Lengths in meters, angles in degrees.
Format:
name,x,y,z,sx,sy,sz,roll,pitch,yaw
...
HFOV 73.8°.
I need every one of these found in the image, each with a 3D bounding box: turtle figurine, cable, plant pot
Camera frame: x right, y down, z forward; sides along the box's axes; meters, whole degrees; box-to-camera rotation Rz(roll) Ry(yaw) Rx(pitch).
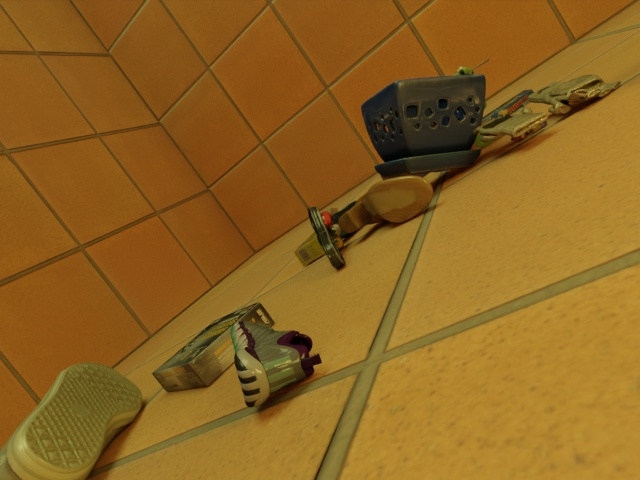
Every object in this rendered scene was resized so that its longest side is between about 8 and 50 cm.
name,x,y,z,sx,sy,sz,roll,pitch,yaw
turtle figurine,0.452,-0.393,1.218,0.275,0.197,0.266,-4,32,3
cable,0.025,-0.021,1.030,0.072,0.139,0.287,-26,10,-1
plant pot,0.256,-0.274,1.072,0.236,0.211,0.236,-8,6,-13

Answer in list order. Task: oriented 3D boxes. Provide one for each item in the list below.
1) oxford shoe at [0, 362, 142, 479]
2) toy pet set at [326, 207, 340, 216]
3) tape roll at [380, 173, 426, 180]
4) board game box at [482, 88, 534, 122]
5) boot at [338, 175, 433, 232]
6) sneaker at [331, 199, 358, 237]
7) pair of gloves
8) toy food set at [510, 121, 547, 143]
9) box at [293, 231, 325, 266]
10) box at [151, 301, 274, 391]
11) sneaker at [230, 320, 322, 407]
name,x,y,z,sx,sy,sz,roll,pitch,yaw
oxford shoe,-0.446,0.338,0.774,0.130,0.169,0.449,-56,10,-5
toy pet set,0.084,-0.098,1.735,0.114,0.065,0.122,0,-6,-24
tape roll,0.307,-0.247,1.478,0.189,0.080,0.189,-35,5,4
board game box,0.630,-0.446,1.473,0.201,0.035,0.136,-32,7,23
boot,0.190,-0.115,1.022,0.211,0.104,0.295,-35,7,-38
sneaker,0.087,-0.056,1.266,0.209,0.069,0.082,-29,-26,-34
pair of gloves,0.456,-0.270,0.894,0.240,0.042,0.204,-30,15,-1
toy food set,0.460,-0.247,0.947,0.078,0.019,0.122,-32,7,28
box,0.000,0.000,1.333,0.087,0.058,0.232,-31,8,26
box,-0.223,0.220,0.870,0.183,0.056,0.231,-40,7,-40
sneaker,-0.062,0.151,0.568,0.098,0.083,0.224,-15,7,-13
